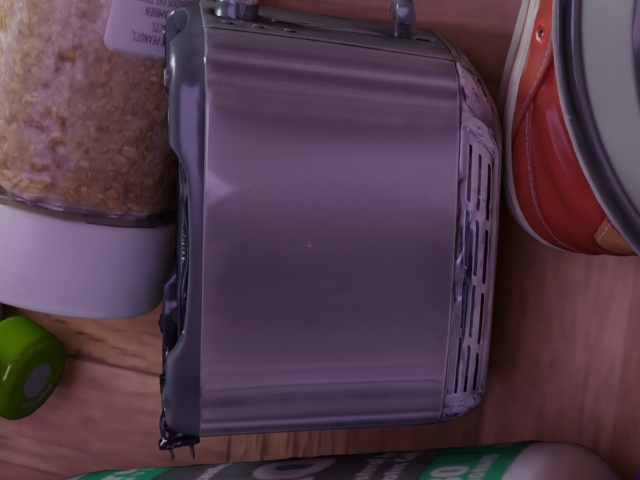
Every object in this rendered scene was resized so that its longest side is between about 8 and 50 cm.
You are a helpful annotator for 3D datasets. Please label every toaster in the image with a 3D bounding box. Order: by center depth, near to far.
[{"bbox_3d":[0.000,0.000,0.881,0.146,0.129,0.227,1,106,-5],"label":"toaster"}]

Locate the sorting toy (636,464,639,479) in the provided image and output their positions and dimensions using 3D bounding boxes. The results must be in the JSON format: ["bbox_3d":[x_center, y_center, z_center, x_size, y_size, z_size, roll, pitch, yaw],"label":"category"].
[{"bbox_3d":[0.173,0.090,0.871,0.102,0.061,0.042,-41,41,-12],"label":"sorting toy"}]

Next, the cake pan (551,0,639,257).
[{"bbox_3d":[0.239,-0.086,0.752,0.293,0.054,0.293,-1,103,-3],"label":"cake pan"}]

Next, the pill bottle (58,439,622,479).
[{"bbox_3d":[-0.038,0.204,0.900,0.361,0.204,0.204,-7,92,25],"label":"pill bottle"}]

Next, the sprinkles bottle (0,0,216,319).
[{"bbox_3d":[-0.100,-0.145,0.943,0.121,0.121,0.355,18,101,23],"label":"sprinkles bottle"}]

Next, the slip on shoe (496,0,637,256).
[{"bbox_3d":[0.147,-0.148,0.816,0.101,0.123,0.331,30,116,58],"label":"slip on shoe"}]

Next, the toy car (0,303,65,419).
[{"bbox_3d":[-0.250,0.102,1.023,0.155,0.149,0.188,30,110,25],"label":"toy car"}]
